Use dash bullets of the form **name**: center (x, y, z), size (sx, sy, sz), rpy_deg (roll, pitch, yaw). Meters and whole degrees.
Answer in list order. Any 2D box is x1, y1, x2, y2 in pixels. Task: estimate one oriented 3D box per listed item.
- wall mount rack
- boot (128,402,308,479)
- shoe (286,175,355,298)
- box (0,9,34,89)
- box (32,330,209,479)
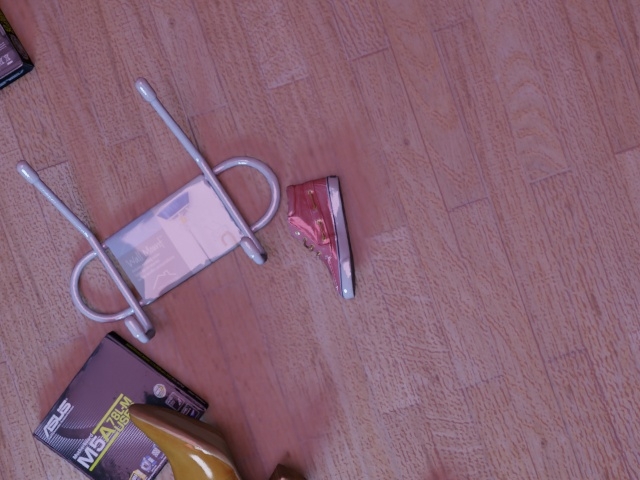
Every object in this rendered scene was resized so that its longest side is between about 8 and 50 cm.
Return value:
- **wall mount rack**: center (-0.243, -0.040, 1.714), size (0.350, 0.130, 0.304), rpy_deg (-34, 90, 4)
- **boot**: center (-0.178, 0.376, 1.710), size (0.295, 0.104, 0.211), rpy_deg (28, 96, -7)
- **shoe**: center (0.000, 0.000, 1.735), size (0.081, 0.063, 0.178), rpy_deg (-10, 86, 6)
- **box**: center (-0.586, -0.275, 1.763), size (0.270, 0.060, 0.216), rpy_deg (-31, 89, 4)
- **box**: center (-0.290, 0.261, 1.772), size (0.184, 0.045, 0.191), rpy_deg (38, 93, -1)
